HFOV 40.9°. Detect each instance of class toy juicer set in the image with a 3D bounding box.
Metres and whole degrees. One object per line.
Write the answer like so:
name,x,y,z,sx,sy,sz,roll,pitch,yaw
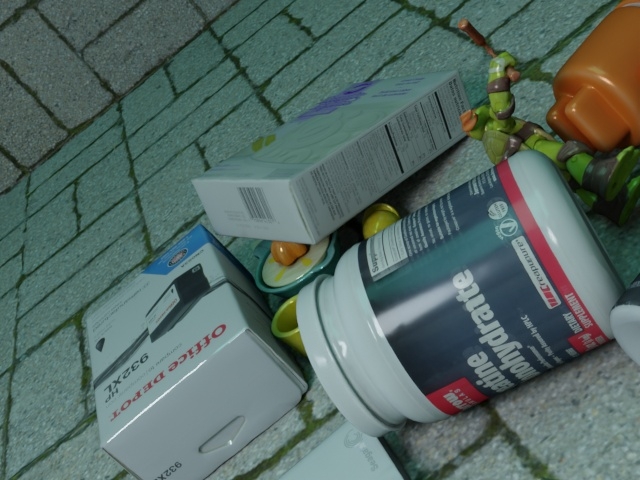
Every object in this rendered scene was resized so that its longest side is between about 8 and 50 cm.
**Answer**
toy juicer set,0.000,0.000,1.149,0.209,0.089,0.329,-38,29,5

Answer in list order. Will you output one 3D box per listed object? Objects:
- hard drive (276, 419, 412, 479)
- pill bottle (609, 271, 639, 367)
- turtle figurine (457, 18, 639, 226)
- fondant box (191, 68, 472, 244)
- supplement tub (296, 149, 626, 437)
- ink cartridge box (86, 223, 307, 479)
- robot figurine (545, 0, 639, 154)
hard drive,-0.037,0.321,0.810,0.307,0.040,0.203,-41,29,1
pill bottle,0.355,0.009,0.690,0.246,0.130,0.130,-47,30,-14
turtle figurine,0.225,-0.102,0.906,0.217,0.270,0.087,33,73,36
fondant box,0.019,-0.120,1.192,0.330,0.096,0.238,-35,23,-31
supplement tub,0.134,0.055,0.817,0.272,0.191,0.191,-30,31,18
ink cartridge box,-0.173,0.144,1.113,0.223,0.129,0.307,-39,30,2
robot figurine,0.350,-0.193,0.969,0.128,0.158,0.219,36,77,30
